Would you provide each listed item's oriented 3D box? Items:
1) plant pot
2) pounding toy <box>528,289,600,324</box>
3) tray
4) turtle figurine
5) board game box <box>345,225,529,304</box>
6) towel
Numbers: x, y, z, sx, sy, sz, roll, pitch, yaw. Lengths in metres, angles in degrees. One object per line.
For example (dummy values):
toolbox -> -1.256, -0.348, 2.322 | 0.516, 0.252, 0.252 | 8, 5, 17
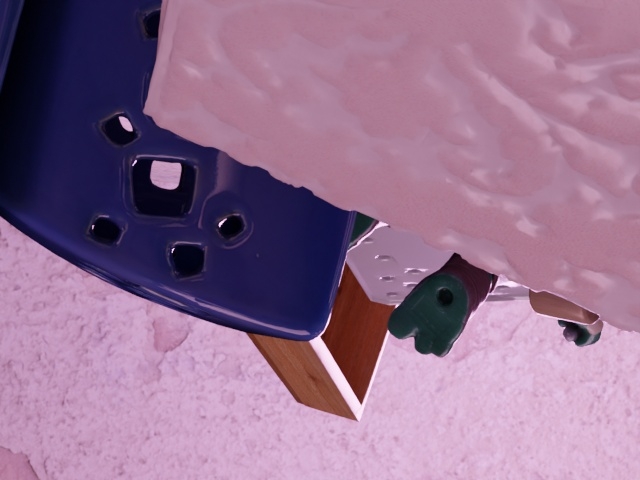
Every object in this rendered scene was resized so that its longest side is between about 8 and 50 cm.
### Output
plant pot -> -0.092, -0.085, 0.784 | 0.212, 0.236, 0.236 | 14, 177, -12
pounding toy -> 0.116, -0.062, 0.813 | 0.094, 0.206, 0.181 | 6, 176, 29
tray -> 0.000, 0.000, 1.288 | 0.076, 0.203, 0.411 | 15, 162, 17
turtle figurine -> 0.098, -0.012, 0.919 | 0.175, 0.118, 0.234 | 31, -154, 24
board game box -> 0.194, -0.040, 1.093 | 0.390, 0.050, 0.390 | -3, 160, 12
towel -> 0.111, -0.068, 0.508 | 0.332, 0.053, 0.317 | 23, 153, -2
